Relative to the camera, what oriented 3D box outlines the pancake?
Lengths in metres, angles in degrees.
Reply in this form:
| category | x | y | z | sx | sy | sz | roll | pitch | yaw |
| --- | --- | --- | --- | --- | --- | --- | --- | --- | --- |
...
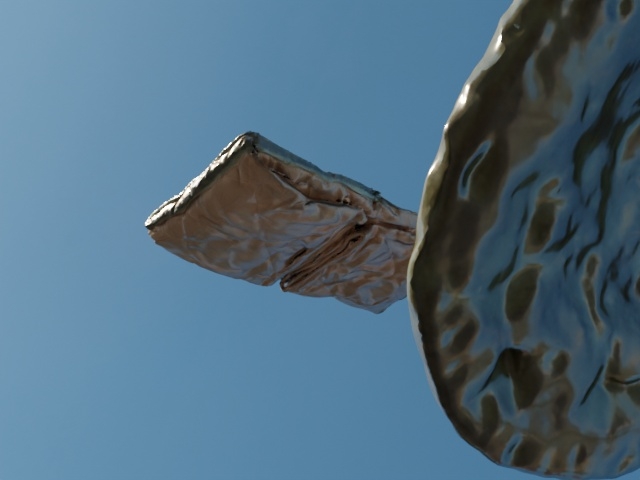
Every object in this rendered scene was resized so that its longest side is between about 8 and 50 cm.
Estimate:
| category | x | y | z | sx | sy | sz | roll | pitch | yaw |
| --- | --- | --- | --- | --- | --- | --- | --- | --- | --- |
| pancake | 0.121 | -0.022 | 0.411 | 0.042 | 0.222 | 0.236 | 27 | -61 | 54 |

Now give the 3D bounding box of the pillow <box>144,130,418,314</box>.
| category | x | y | z | sx | sy | sz | roll | pitch | yaw |
| --- | --- | --- | --- | --- | --- | --- | --- | --- | --- |
| pillow | 0.000 | 0.000 | 0.753 | 0.126 | 0.232 | 0.043 | -33 | -128 | 38 |
